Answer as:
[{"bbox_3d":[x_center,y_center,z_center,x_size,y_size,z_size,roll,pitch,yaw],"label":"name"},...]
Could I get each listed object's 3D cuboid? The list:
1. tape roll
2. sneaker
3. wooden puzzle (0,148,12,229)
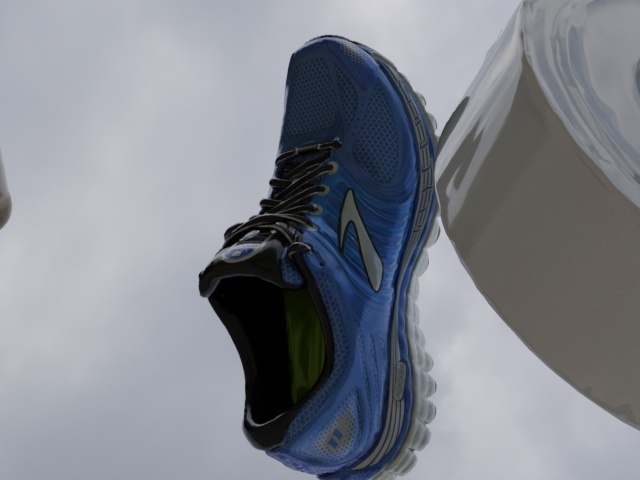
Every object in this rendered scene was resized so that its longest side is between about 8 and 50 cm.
[{"bbox_3d":[0.205,-0.021,0.667,0.286,0.286,0.100,51,-46,24],"label":"tape roll"},{"bbox_3d":[0.000,0.000,0.871,0.129,0.147,0.330,-20,-119,40],"label":"sneaker"},{"bbox_3d":[-0.439,0.001,1.185,0.322,0.348,0.081,-29,-102,-16],"label":"wooden puzzle"}]
